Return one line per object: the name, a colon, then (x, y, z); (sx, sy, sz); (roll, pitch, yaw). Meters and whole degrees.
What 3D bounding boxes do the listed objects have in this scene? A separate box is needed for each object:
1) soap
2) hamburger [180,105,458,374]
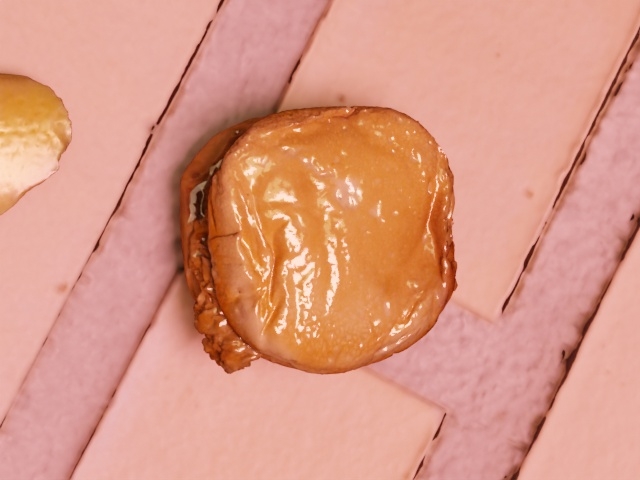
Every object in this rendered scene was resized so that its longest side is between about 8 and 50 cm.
soap: (-0.210, -0.047, 0.918); (0.169, 0.033, 0.089); (9, 91, -18)
hamburger: (0.000, 0.000, 0.963); (0.147, 0.083, 0.138); (-8, 90, -19)
